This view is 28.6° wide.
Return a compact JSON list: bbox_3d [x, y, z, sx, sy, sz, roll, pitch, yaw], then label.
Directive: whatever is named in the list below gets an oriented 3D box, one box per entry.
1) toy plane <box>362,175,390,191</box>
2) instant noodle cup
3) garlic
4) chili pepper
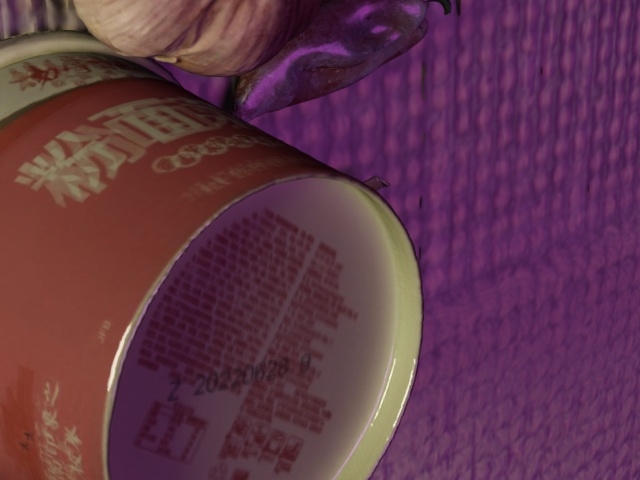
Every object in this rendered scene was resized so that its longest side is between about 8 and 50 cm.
[{"bbox_3d":[0.000,0.000,0.733,0.111,0.040,0.102,35,78,-45],"label":"toy plane"},{"bbox_3d":[-0.076,0.034,0.570,0.234,0.178,0.235,-20,119,-41],"label":"instant noodle cup"},{"bbox_3d":[-0.050,-0.148,0.571,0.159,0.102,0.147,-15,100,-43],"label":"garlic"},{"bbox_3d":[0.008,-0.108,0.700,0.153,0.041,0.050,-31,106,-14],"label":"chili pepper"}]
